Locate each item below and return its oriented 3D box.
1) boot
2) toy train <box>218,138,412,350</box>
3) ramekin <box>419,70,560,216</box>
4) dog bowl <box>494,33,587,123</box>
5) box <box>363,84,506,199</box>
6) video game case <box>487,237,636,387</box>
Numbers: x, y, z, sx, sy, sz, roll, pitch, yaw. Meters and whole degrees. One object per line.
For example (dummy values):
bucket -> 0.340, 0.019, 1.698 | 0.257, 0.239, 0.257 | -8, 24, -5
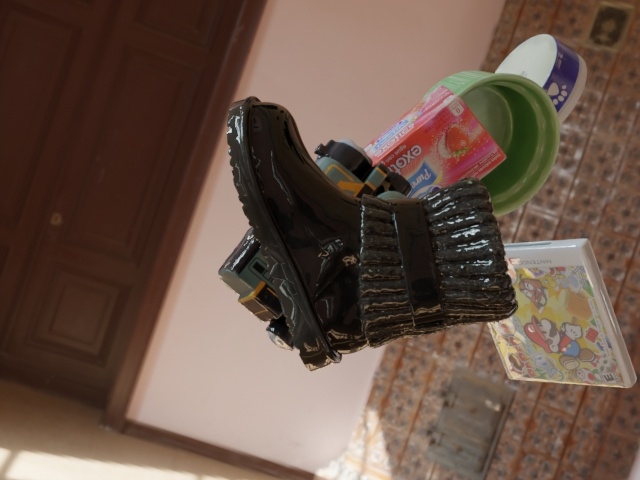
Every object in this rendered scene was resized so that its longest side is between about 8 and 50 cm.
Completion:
boot -> 0.059, -0.039, 1.032 | 0.260, 0.347, 0.131 | -21, -5, 10
toy train -> 0.000, 0.000, 1.351 | 0.190, 0.334, 0.142 | 40, -17, -9
ramekin -> 0.334, -0.212, 1.878 | 0.304, 0.303, 0.148 | 18, 12, -26
dog bowl -> 0.528, -0.376, 2.222 | 0.104, 0.264, 0.265 | 30, -3, -22
box -> 0.150, -0.116, 1.556 | 0.142, 0.300, 0.154 | 48, 8, -16
video game case -> 0.321, 0.106, 1.274 | 0.206, 0.226, 0.026 | -5, 25, 48
